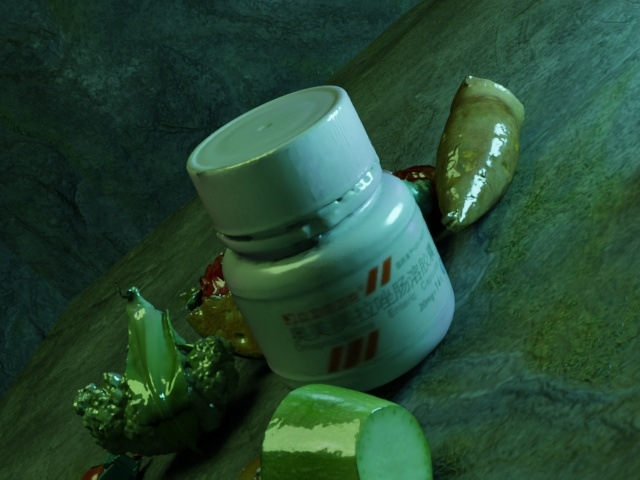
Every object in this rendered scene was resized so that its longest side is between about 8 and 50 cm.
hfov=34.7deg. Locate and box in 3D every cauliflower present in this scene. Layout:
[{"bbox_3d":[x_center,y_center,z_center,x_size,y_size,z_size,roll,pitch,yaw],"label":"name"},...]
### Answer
[{"bbox_3d":[-0.255,0.204,1.624,0.256,0.239,0.315,-34,62,30],"label":"cauliflower"}]

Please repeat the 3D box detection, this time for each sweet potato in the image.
[{"bbox_3d":[0.224,-0.117,1.457,0.131,0.131,0.337,-37,18,30],"label":"sweet potato"}]

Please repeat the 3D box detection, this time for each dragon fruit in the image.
[{"bbox_3d":[-0.123,0.088,1.762,0.209,0.172,0.172,-35,14,-5],"label":"dragon fruit"}]

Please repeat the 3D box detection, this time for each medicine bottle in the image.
[{"bbox_3d":[0.000,0.000,1.254,0.256,0.325,0.256,-21,23,9],"label":"medicine bottle"}]

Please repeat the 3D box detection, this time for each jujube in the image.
[{"bbox_3d":[0.123,-0.053,1.582,0.176,0.109,0.112,-20,21,35],"label":"jujube"}]

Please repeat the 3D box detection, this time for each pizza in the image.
[{"bbox_3d":[-0.099,0.131,1.636,0.246,0.127,0.058,-14,2,26],"label":"pizza"}]

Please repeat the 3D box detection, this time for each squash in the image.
[{"bbox_3d":[0.029,0.221,1.015,0.123,0.170,0.170,-15,31,40],"label":"squash"}]

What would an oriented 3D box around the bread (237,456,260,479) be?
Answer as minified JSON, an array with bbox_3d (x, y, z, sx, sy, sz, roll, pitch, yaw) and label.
[{"bbox_3d":[-0.073,0.313,1.199,0.114,0.077,0.189,-37,13,13],"label":"bread"}]

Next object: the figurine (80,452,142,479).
[{"bbox_3d":[-0.360,0.406,1.751,0.140,0.068,0.075,-46,16,22],"label":"figurine"}]

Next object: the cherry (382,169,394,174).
[{"bbox_3d":[0.076,-0.060,1.792,0.225,0.090,0.107,-37,26,62],"label":"cherry"}]

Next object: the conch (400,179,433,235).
[{"bbox_3d":[0.078,-0.013,1.476,0.202,0.134,0.196,-20,-21,12],"label":"conch"}]

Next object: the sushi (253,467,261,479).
[{"bbox_3d":[-0.035,0.286,1.092,0.150,0.090,0.078,-53,-20,-43],"label":"sushi"}]
